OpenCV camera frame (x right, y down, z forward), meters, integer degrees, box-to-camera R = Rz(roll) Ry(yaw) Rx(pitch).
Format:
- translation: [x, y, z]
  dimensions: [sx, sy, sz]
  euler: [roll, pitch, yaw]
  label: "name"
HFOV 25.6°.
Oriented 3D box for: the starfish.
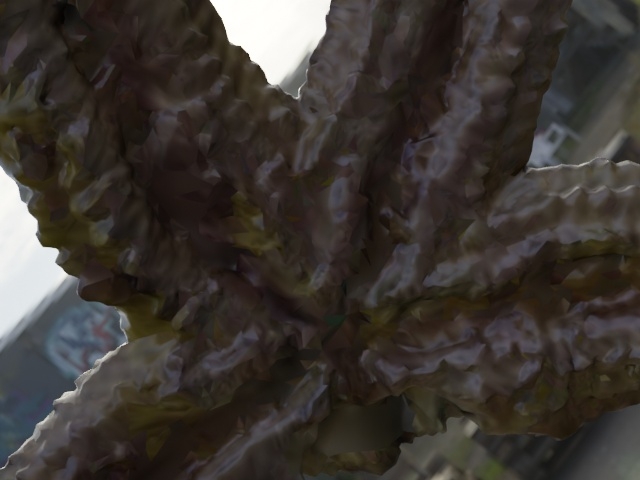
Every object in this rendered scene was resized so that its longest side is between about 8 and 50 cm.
- translation: [0.002, -0.003, 0.388]
  dimensions: [0.398, 0.384, 0.132]
  euler: [-15, 18, 4]
  label: "starfish"
